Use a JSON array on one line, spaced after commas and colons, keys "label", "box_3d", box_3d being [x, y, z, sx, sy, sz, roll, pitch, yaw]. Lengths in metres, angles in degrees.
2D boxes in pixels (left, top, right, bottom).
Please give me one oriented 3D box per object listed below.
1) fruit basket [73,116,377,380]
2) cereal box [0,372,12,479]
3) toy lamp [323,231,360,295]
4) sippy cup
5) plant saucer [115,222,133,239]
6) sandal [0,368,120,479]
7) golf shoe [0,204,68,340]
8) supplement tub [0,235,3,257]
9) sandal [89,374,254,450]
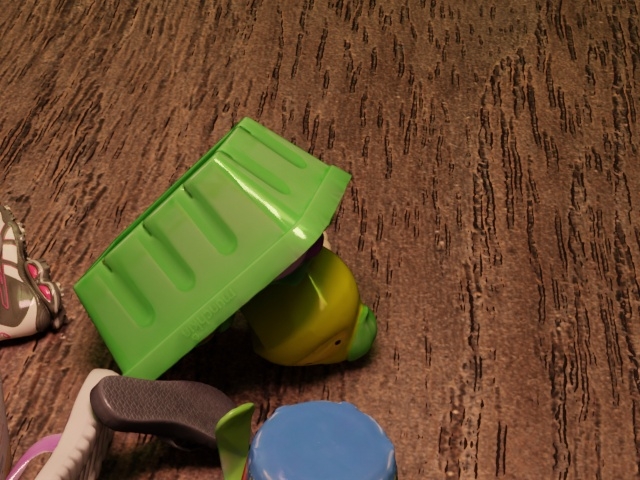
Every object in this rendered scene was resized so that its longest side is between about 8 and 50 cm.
[{"label": "fruit basket", "box_3d": [-0.084, 0.067, 1.917, 0.392, 0.392, 0.283, 11, 25, 8]}, {"label": "cereal box", "box_3d": [-0.415, 0.243, 1.713, 0.047, 0.240, 0.173, 3, 40, -1]}, {"label": "toy lamp", "box_3d": [0.000, 0.000, 2.177, 0.080, 0.080, 0.275, -6, 41, -12]}, {"label": "sippy cup", "box_3d": [-0.003, 0.317, 1.679, 0.305, 0.224, 0.240, 13, 41, 9]}, {"label": "plant saucer", "box_3d": [-0.230, 0.023, 2.164, 0.168, 0.029, 0.168, 3, 39, -3]}, {"label": "sandal", "box_3d": [-0.343, 0.302, 1.719, 0.102, 0.169, 0.416, 13, 28, 5]}, {"label": "golf shoe", "box_3d": [-0.470, 0.037, 2.070, 0.120, 0.105, 0.273, -24, 46, -20]}, {"label": "supplement tub", "box_3d": [-0.551, 0.100, 1.859, 0.228, 0.228, 0.316, 8, 47, 4]}, {"label": "sandal", "box_3d": [-0.192, 0.225, 1.829, 0.254, 0.054, 0.097, 20, 35, -39]}]
